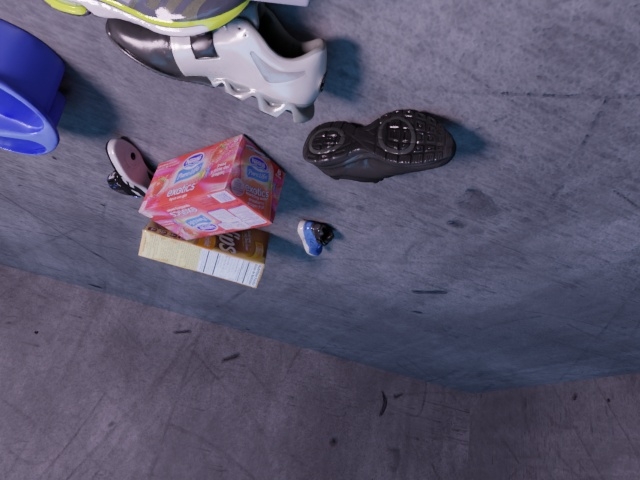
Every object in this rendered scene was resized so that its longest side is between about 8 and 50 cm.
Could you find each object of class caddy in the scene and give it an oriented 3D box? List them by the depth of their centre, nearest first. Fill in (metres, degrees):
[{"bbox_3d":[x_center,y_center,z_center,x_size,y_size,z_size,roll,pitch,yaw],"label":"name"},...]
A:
[{"bbox_3d":[-0.644,-0.282,0.845,0.341,0.179,0.241,22,151,-18],"label":"caddy"}]

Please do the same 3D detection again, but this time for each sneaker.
[{"bbox_3d":[-0.226,-0.341,0.571,0.300,0.111,0.121,8,148,3],"label":"sneaker"},{"bbox_3d":[-0.144,-0.304,0.684,0.331,0.122,0.146,16,138,-10],"label":"sneaker"},{"bbox_3d":[0.113,-0.163,0.866,0.286,0.109,0.130,7,161,31],"label":"sneaker"},{"bbox_3d":[-0.482,-0.164,1.120,0.121,0.079,0.217,3,154,15],"label":"sneaker"},{"bbox_3d":[0.000,0.001,1.267,0.085,0.058,0.152,10,149,24],"label":"sneaker"}]

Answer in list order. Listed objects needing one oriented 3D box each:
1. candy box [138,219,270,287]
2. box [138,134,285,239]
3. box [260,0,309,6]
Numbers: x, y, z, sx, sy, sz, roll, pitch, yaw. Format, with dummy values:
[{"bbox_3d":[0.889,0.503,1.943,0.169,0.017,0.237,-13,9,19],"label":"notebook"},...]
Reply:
[{"bbox_3d":[-0.305,0.009,1.264,0.317,0.183,0.087,16,117,-9],"label":"candy box"},{"bbox_3d":[-0.248,-0.109,1.058,0.300,0.142,0.154,-9,147,37],"label":"box"},{"bbox_3d":[-0.118,-0.363,0.421,0.262,0.126,0.231,-2,154,-16],"label":"box"}]
